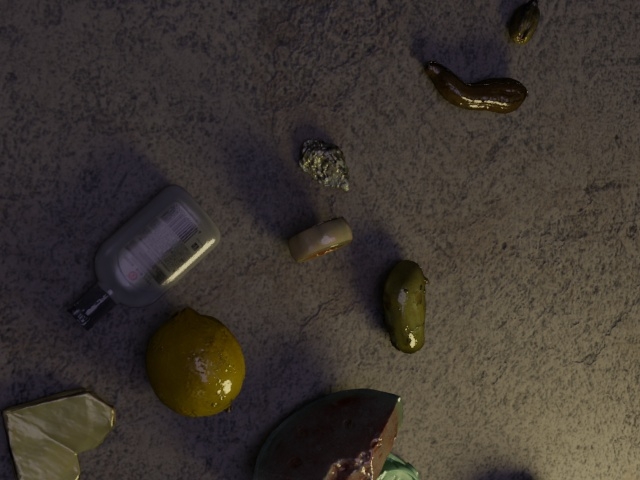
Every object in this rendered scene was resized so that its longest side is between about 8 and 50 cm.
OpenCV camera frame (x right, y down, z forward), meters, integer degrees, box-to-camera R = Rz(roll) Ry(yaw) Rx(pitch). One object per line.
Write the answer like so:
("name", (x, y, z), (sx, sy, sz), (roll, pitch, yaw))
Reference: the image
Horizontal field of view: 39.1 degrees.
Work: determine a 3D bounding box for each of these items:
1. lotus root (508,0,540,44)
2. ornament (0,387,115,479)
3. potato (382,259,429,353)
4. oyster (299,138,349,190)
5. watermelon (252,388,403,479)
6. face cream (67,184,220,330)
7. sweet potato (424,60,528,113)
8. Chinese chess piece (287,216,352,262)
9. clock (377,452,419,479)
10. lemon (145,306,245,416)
("lotus root", (0.420, -0.449, 1.847), (0.054, 0.049, 0.099), (24, 86, -13))
("ornament", (-0.469, 0.335, 1.554), (0.180, 0.059, 0.201), (37, 78, -19))
("potato", (0.165, 0.134, 1.776), (0.105, 0.085, 0.188), (-17, 105, -42))
("oyster", (0.010, -0.144, 1.714), (0.100, 0.037, 0.098), (0, 94, -22))
("watermelon", (0.037, 0.419, 1.683), (0.318, 0.226, 0.148), (-29, 128, -10))
("face cream", (-0.315, 0.041, 1.581), (0.291, 0.071, 0.144), (-46, 107, -13))
("sweet potato", (0.310, -0.300, 1.812), (0.233, 0.062, 0.081), (9, 75, -19))
("Chinese chess piece", (0.000, 0.000, 1.676), (0.122, 0.122, 0.051), (-20, 83, -19))
("clock", (0.136, 0.509, 1.801), (0.211, 0.066, 0.159), (27, 85, -22))
("lemon", (-0.219, 0.214, 1.578), (0.173, 0.173, 0.206), (-16, 102, -20))
